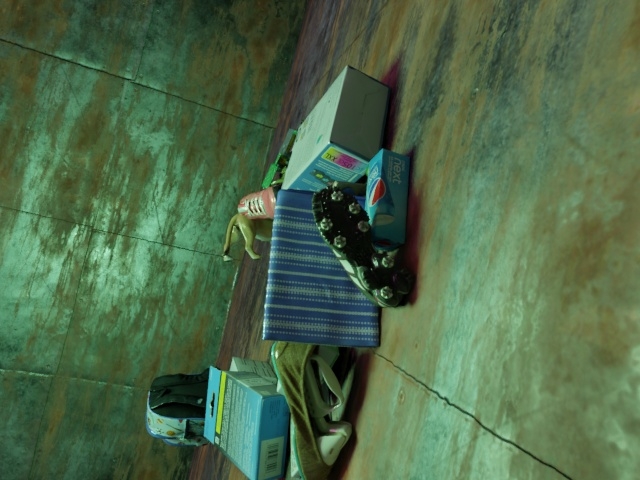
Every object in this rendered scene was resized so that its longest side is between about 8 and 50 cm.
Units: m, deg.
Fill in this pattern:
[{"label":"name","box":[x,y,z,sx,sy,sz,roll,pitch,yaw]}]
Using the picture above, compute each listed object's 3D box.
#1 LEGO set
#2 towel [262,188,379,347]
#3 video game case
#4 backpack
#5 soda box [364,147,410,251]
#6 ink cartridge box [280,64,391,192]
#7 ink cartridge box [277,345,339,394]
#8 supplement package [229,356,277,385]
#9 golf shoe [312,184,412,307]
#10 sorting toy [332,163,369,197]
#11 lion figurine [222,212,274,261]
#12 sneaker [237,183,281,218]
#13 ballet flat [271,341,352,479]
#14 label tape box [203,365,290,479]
[{"label":"LEGO set","box":[-0.047,-0.245,1.591,0.255,0.192,0.331,25,95,48]},{"label":"towel","box":[0.013,0.051,0.928,0.040,0.243,0.336,119,156,-68]},{"label":"video game case","box":[-0.030,0.458,1.123,0.206,0.026,0.227,-96,26,-49]},{"label":"backpack","box":[-0.483,0.593,1.554,0.276,0.263,0.213,-124,50,-66]},{"label":"soda box","box":[0.142,-0.087,0.943,0.067,0.071,0.210,138,143,-62]},{"label":"ink cartridge box","box":[0.020,-0.263,1.262,0.395,0.151,0.270,-32,39,57]},{"label":"ink cartridge box","box":[-0.031,0.272,1.082,0.154,0.093,0.212,-63,10,12]},{"label":"supplement package","box":[-0.274,0.589,1.592,0.204,0.145,0.262,-174,98,-73]},{"label":"golf shoe","box":[0.062,0.020,0.868,0.273,0.105,0.120,57,160,11]},{"label":"sorting toy","box":[0.075,-0.062,1.059,0.046,0.132,0.275,37,118,44]},{"label":"lion figurine","box":[-0.213,-0.042,1.633,0.142,0.392,0.240,-10,80,38]},{"label":"sneaker","box":[-0.198,-0.106,1.433,0.314,0.136,0.116,-179,75,-72]},{"label":"ballet flat","box":[-0.004,0.360,0.914,0.116,0.124,0.342,-13,-90,-68]},{"label":"label tape box","box":[-0.231,0.537,1.332,0.333,0.106,0.241,4,88,52]}]
